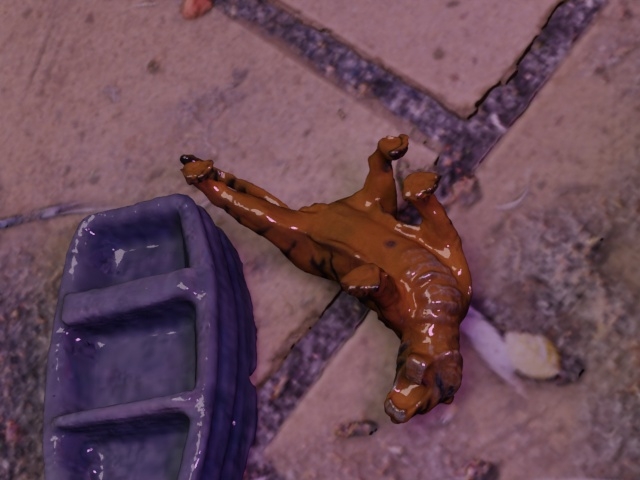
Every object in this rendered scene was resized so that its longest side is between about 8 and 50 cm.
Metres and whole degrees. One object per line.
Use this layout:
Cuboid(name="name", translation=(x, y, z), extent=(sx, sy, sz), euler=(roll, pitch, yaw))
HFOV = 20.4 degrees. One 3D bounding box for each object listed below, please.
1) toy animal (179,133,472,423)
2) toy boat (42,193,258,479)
Cuboid(name="toy animal", translation=(0.007, -0.004, 1.131), extent=(0.114, 0.116, 0.255), euler=(-36, 47, -21))
Cuboid(name="toy boat", translation=(-0.111, 0.111, 1.134), extent=(0.127, 0.078, 0.282), euler=(-11, 63, 21))
